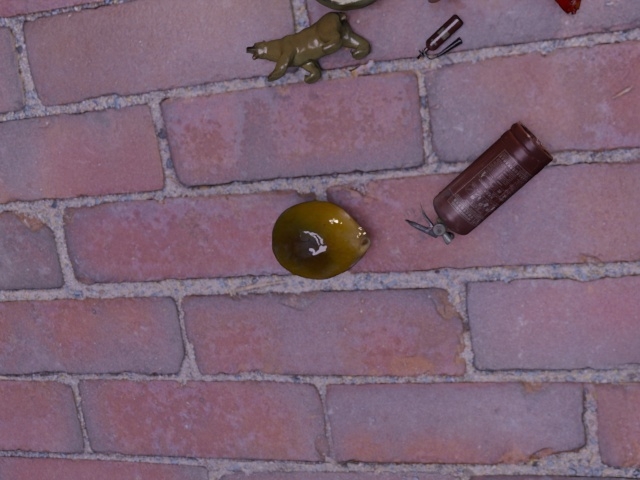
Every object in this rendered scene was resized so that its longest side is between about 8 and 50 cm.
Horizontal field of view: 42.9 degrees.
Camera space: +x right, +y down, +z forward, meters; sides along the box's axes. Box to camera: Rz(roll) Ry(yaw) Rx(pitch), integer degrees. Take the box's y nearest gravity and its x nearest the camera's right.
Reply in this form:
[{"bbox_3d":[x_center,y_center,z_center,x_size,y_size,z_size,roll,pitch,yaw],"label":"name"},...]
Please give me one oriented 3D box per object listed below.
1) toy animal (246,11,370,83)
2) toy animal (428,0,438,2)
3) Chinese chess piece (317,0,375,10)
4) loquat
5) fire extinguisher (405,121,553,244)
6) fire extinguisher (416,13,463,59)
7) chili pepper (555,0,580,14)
[{"bbox_3d":[-0.028,-0.360,1.519,0.219,0.103,0.101,-23,76,23],"label":"toy animal"},{"bbox_3d":[0.223,-0.560,1.344,0.256,0.195,0.213,63,150,1],"label":"toy animal"},{"bbox_3d":[0.047,-0.508,1.459,0.188,0.083,0.188,3,101,15],"label":"Chinese chess piece"},{"bbox_3d":[0.000,0.000,1.559,0.195,0.152,0.152,6,105,25],"label":"loquat"},{"bbox_3d":[0.282,-0.093,1.470,0.269,0.105,0.105,-43,88,21],"label":"fire extinguisher"},{"bbox_3d":[0.221,-0.357,1.469,0.046,0.032,0.100,35,115,-30],"label":"fire extinguisher"},{"bbox_3d":[0.387,-0.564,1.325,0.110,0.110,0.387,-7,102,19],"label":"chili pepper"}]
